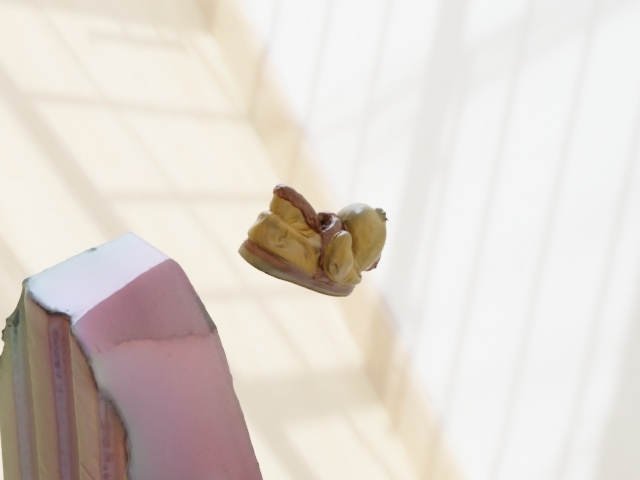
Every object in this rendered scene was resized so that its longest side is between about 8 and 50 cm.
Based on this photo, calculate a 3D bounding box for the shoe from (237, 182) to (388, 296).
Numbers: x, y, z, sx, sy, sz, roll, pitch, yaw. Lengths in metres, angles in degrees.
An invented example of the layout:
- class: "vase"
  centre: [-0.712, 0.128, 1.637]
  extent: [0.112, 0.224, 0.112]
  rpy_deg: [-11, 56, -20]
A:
- class: "shoe"
  centre: [-0.001, 0.001, 1.241]
  extent: [0.109, 0.069, 0.072]
  rpy_deg: [17, 16, -18]

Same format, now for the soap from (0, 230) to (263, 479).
- class: "soap"
  centre: [-0.131, 0.168, 1.206]
  extent: [0.109, 0.324, 0.193]
  rpy_deg: [-25, 39, -35]
